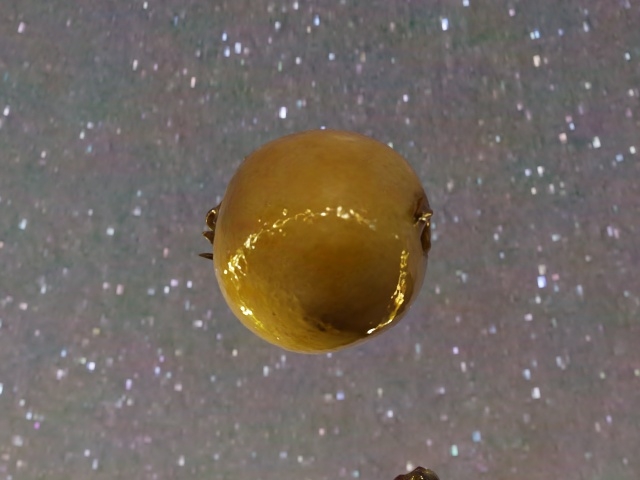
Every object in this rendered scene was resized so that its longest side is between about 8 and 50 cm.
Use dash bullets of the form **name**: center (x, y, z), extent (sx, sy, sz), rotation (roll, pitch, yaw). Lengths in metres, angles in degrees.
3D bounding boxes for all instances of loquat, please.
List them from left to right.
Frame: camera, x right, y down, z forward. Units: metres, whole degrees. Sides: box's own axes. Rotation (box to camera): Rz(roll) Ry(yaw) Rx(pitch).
- **loquat**: center (0.000, 0.000, 0.799), extent (0.163, 0.163, 0.137), rotation (-20, -32, 17)

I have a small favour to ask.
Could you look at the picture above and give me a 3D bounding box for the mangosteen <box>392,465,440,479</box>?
- **mangosteen**: center (0.055, 0.361, 0.904), extent (0.313, 0.297, 0.297), rotation (-34, -53, 4)
